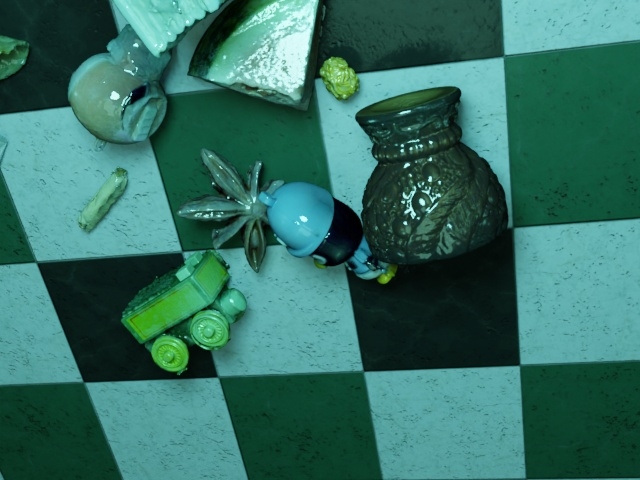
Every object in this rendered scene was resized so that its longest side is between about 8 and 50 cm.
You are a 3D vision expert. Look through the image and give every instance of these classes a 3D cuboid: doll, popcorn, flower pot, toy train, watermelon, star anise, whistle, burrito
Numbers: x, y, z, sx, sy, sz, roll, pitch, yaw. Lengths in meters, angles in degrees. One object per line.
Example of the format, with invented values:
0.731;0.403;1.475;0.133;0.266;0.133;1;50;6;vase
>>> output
0.011;-0.014;1.553;0.314;0.177;0.141;31;101;-25;doll
0.033;-0.297;1.459;0.057;0.083;0.082;-43;145;-2;popcorn
0.185;-0.125;1.438;0.266;0.267;0.267;-11;108;15;flower pot
-0.291;0.155;1.734;0.271;0.159;0.188;-29;106;24;toy train
-0.097;-0.336;1.434;0.310;0.193;0.232;-26;95;8;watermelon
-0.166;-0.073;1.602;0.257;0.110;0.198;34;96;-29;star anise
-0.350;-0.320;1.465;0.189;0.189;0.348;29;107;-8;whistle
-0.458;-0.084;1.686;0.185;0.041;0.045;-42;65;28;burrito

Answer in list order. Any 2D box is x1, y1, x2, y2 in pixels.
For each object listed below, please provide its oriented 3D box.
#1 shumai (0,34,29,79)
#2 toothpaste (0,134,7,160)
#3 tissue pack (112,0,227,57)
-0.724;-0.390;1.475;0.329;0.292;0.288;-3;157;19;shumai
-0.752;-0.110;1.707;0.113;0.073;0.299;23;114;-4;toothpaste
-0.226;-0.483;1.204;0.162;0.388;0.287;-25;114;24;tissue pack
